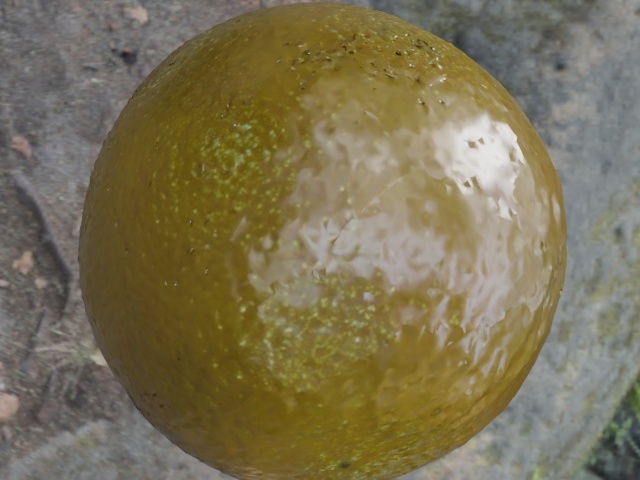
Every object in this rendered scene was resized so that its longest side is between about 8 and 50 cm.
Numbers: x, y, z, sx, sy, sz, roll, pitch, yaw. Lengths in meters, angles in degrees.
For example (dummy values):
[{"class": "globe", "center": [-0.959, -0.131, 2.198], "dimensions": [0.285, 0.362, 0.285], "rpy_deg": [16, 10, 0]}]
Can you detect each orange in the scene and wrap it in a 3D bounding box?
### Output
[{"class": "orange", "center": [0.000, 0.000, 0.623], "dimensions": [0.274, 0.274, 0.274], "rpy_deg": [-6, 99, -40]}]
